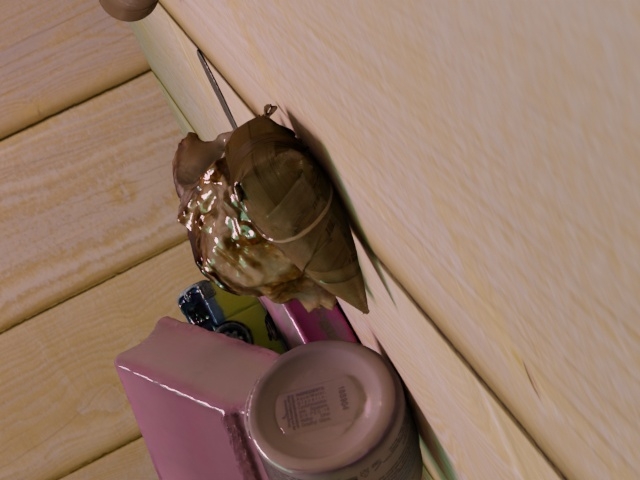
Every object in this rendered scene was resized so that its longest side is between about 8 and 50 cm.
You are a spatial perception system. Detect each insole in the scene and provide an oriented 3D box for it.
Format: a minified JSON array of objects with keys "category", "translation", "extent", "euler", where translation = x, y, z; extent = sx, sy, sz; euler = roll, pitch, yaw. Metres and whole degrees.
[{"category":"insole","translation":[-0.125,-0.166,1.900],"extent":[0.232,0.003,0.080],"euler":[65,174,-17]}]

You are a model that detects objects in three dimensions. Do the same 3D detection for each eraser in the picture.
[{"category":"eraser","translation":[-0.102,0.296,1.772],"extent":[0.272,0.122,0.359],"euler":[17,135,34]}]

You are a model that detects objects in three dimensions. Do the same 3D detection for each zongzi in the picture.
[{"category":"zongzi","translation":[-0.018,-0.028,1.257],"extent":[0.178,0.081,0.189],"euler":[54,-176,-22]}]

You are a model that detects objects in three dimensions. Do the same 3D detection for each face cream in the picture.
[{"category":"face cream","translation":[-0.218,-0.345,1.603],"extent":[0.137,0.084,0.341],"euler":[61,166,0]},{"category":"face cream","translation":[0.018,0.219,1.495],"extent":[0.177,0.177,0.153],"euler":[58,172,41]}]

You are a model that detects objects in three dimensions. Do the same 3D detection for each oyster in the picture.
[{"category":"oyster","translation":[-0.089,-0.042,1.424],"extent":[0.337,0.133,0.197],"euler":[-120,6,-58]}]

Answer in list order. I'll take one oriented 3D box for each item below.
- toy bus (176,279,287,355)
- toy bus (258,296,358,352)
[{"category":"toy bus","translation":[-0.062,0.178,1.941],"extent":[0.312,0.190,0.152],"euler":[62,159,3]},{"category":"toy bus","translation":[-0.001,0.133,1.739],"extent":[0.274,0.090,0.112],"euler":[59,165,24]}]
